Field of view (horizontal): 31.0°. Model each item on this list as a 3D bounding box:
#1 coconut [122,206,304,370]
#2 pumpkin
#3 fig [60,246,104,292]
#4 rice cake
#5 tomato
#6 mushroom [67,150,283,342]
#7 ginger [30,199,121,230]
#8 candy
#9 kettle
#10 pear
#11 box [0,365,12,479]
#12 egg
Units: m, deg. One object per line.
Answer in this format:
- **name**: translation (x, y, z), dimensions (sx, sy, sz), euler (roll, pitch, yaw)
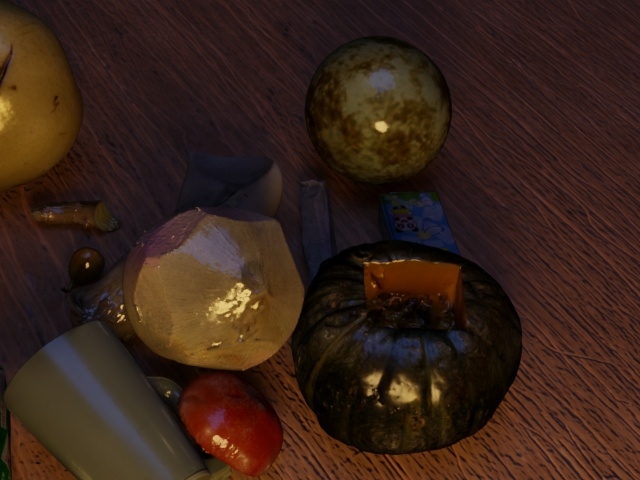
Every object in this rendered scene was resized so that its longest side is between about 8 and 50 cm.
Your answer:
- **coconut**: translation (-0.137, 0.061, 1.497), dimensions (0.227, 0.227, 0.230), euler (-22, 5, -25)
- **pumpkin**: translation (0.115, 0.136, 1.531), dimensions (0.321, 0.192, 0.320), euler (5, 43, -4)
- **fig**: translation (-0.356, 0.046, 1.705), dimensions (0.050, 0.050, 0.083), euler (23, 60, 20)
- **rice cake**: translation (0.000, -0.001, 1.778), dimensions (0.055, 0.049, 0.269), euler (-18, 42, 8)
- **tomato**: translation (-0.104, 0.220, 1.449), dimensions (0.156, 0.069, 0.155), euler (39, 15, -12)
- **mushroom**: translation (-0.208, 0.014, 1.694), dimensions (0.177, 0.126, 0.397), euler (12, 42, 25)
- **ginger**: translation (-0.381, -0.043, 1.803), dimensions (0.137, 0.044, 0.057), euler (4, 61, 3)
- **candy**: translation (0.152, 0.007, 1.770), dimensions (0.097, 0.062, 0.194), euler (-3, 43, -9)
- **kettle**: translation (-0.238, 0.233, 1.434), dimensions (0.243, 0.160, 0.211), euler (46, 26, 14)
- **pear**: translation (-0.530, -0.222, 1.807), dimensions (0.309, 0.309, 0.309), euler (2, 43, -2)
- **box**: translation (-0.468, 0.272, 1.410), dimensions (0.180, 0.103, 0.250), euler (-7, 44, -12)
- **egg**: translation (0.091, -0.216, 1.885), dimensions (0.238, 0.238, 0.289), euler (-3, 22, -7)
